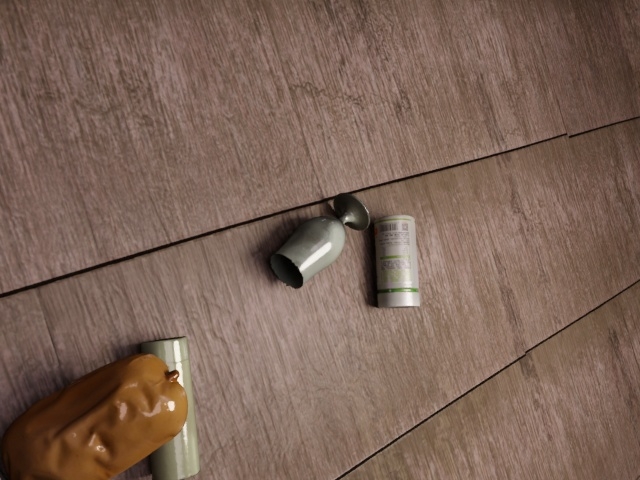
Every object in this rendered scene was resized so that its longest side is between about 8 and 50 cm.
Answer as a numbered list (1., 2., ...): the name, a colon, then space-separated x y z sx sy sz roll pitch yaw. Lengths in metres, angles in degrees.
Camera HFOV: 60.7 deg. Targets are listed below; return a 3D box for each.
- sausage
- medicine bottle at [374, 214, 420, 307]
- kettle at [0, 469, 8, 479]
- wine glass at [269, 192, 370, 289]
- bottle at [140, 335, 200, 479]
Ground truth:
1. sausage: -0.291 0.246 0.722 0.241 0.120 0.136 -26 94 -12
2. medicine bottle: 0.155 0.045 1.112 0.086 0.086 0.183 6 78 -34
3. kettle: -0.389 0.311 0.545 0.207 0.268 0.290 -29 114 -2
4. wine glass: 0.000 0.000 1.010 0.202 0.093 0.093 -41 105 -32
5. bottle: -0.225 0.249 0.819 0.072 0.072 0.201 -3 83 -35
